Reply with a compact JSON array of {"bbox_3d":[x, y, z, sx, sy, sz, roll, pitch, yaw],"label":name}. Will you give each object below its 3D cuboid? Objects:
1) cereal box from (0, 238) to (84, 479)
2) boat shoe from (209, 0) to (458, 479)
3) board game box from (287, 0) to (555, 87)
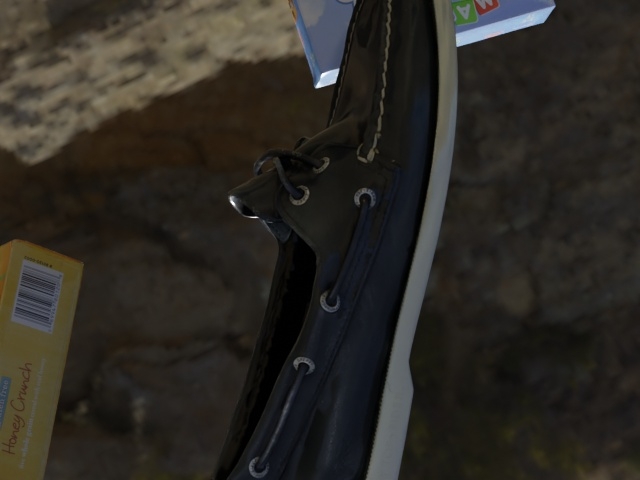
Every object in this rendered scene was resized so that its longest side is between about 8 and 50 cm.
[{"bbox_3d":[-0.215,0.110,0.912,0.047,0.173,0.240,21,155,-30],"label":"cereal box"},{"bbox_3d":[-0.001,0.000,0.969,0.113,0.340,0.127,9,-177,-13],"label":"boat shoe"},{"bbox_3d":[0.039,-0.220,1.082,0.160,0.212,0.039,-17,172,-11],"label":"board game box"}]
